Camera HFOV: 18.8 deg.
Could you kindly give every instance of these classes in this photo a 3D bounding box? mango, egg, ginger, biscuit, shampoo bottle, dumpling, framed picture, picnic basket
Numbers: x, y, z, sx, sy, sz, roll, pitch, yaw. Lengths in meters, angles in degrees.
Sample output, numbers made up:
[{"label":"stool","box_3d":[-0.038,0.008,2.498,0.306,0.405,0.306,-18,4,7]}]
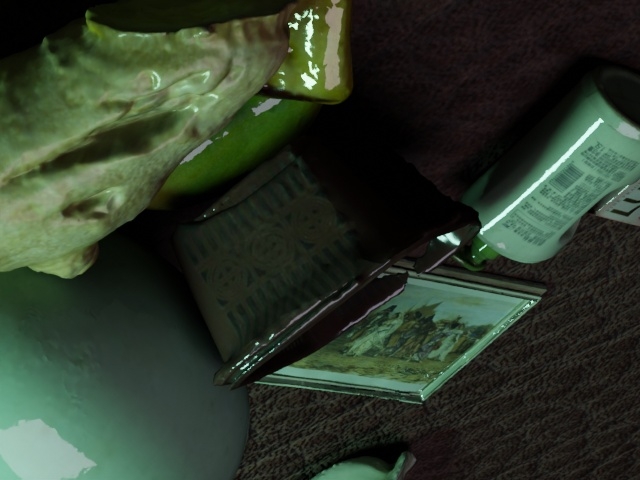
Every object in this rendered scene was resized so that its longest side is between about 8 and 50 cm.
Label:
[{"label":"mango","box_3d":[-0.077,-0.084,1.498,0.191,0.085,0.122,-21,145,0]},{"label":"egg","box_3d":[-0.213,0.120,1.545,0.276,0.276,0.389,-31,147,14]},{"label":"ginger","box_3d":[-0.167,-0.081,1.342,0.354,0.126,0.190,-33,115,13]},{"label":"biscuit","box_3d":[-0.055,-0.179,1.383,0.174,0.039,0.183,9,126,3]},{"label":"shampoo bottle","box_3d":[0.205,-0.050,1.717,0.118,0.087,0.234,12,136,-41]},{"label":"dumpling","box_3d":[0.042,0.294,2.148,0.150,0.092,0.176,-21,146,-28]},{"label":"framed picture","box_3d":[0.070,0.092,1.920,0.274,0.017,0.217,10,136,-40]},{"label":"picnic basket","box_3d":[0.000,0.000,1.542,0.222,0.129,0.297,-36,174,15]}]

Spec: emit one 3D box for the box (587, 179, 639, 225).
[{"label":"box","box_3d":[0.323,-0.078,1.775,0.111,0.060,0.156,11,135,-39]}]
